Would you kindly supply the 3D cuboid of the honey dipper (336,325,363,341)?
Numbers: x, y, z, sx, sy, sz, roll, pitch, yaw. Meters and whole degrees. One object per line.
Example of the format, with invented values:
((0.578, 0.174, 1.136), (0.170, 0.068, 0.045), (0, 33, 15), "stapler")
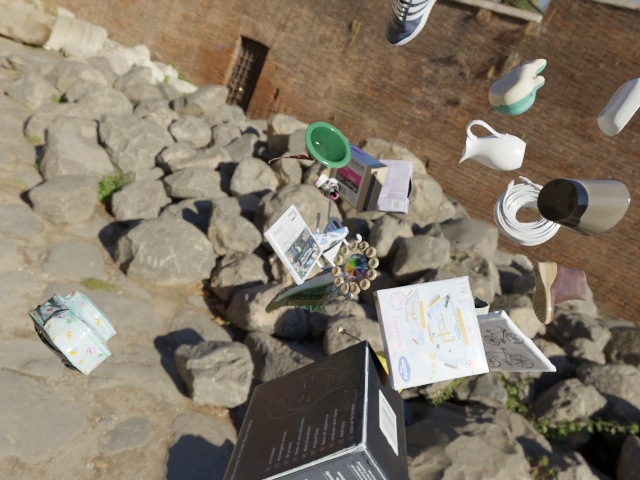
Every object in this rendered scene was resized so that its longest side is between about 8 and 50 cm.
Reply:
((0.151, 0.460, 2.275), (0.161, 0.030, 0.030), (31, 15, -13), "honey dipper")

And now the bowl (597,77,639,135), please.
((0.726, -0.325, 1.145), (0.053, 0.142, 0.142), (34, 20, 12), "bowl")

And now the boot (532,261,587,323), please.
((0.891, 0.200, 1.745), (0.207, 0.248, 0.090), (12, -25, -8), "boot")

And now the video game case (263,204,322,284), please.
((-0.072, 0.007, 1.344), (0.173, 0.022, 0.190), (57, 29, -14), "video game case")

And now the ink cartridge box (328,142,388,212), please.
((0.137, -0.246, 1.851), (0.088, 0.193, 0.235), (-11, 37, -34), "ink cartridge box")

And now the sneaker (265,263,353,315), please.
((-0.040, 0.254, 2.043), (0.158, 0.411, 0.182), (-37, 103, -83), "sneaker")

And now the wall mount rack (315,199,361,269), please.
((0.057, -0.043, 2.163), (0.304, 0.131, 0.350), (54, 34, -22), "wall mount rack")

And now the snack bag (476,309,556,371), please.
((0.688, 0.399, 1.869), (0.342, 0.037, 0.323), (45, -29, -11), "snack bag")

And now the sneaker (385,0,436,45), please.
((0.206, -0.581, 1.122), (0.153, 0.282, 0.099), (-18, 74, -38), "sneaker")

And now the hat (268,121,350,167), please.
((-0.026, -0.305, 1.691), (0.208, 0.183, 0.173), (38, 54, -12), "hat")

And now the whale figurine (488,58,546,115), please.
((0.799, -0.608, 1.898), (0.216, 0.272, 0.141), (13, -33, 55), "whale figurine")

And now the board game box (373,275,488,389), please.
((0.358, 0.297, 1.558), (0.318, 0.318, 0.066), (-7, -10, -9), "board game box")

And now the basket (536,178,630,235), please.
((0.776, -0.108, 1.433), (0.227, 0.204, 0.154), (4, 50, -32), "basket")

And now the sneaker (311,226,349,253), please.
((0.000, 0.000, 1.510), (0.211, 0.080, 0.081), (-28, 80, -26), "sneaker")

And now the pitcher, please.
((0.608, -0.335, 1.671), (0.207, 0.177, 0.125), (13, 53, 17), "pitcher")

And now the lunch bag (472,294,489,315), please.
((0.596, 0.359, 2.143), (0.287, 0.235, 0.169), (8, 23, 3), "lunch bag")

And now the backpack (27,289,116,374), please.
((-0.589, 0.225, 1.155), (0.144, 0.165, 0.188), (-34, 47, -22), "backpack")

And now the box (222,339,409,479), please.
((0.002, 0.634, 1.502), (0.297, 0.472, 0.480), (60, 17, -17), "box")

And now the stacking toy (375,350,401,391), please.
((0.252, 0.604, 2.098), (0.351, 0.479, 0.350), (25, 23, -11), "stacking toy")

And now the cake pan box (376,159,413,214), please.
((0.299, -0.254, 2.228), (0.267, 0.245, 0.070), (5, -6, 20), "cake pan box")

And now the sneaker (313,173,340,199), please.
((0.034, -0.168, 1.636), (0.077, 0.072, 0.178), (50, 16, 15), "sneaker")

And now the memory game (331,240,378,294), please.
((0.109, 0.087, 1.555), (0.012, 0.186, 0.186), (24, 12, -48), "memory game")

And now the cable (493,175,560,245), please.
((0.831, -0.105, 1.909), (0.257, 0.257, 0.089), (34, -9, 28), "cable")
